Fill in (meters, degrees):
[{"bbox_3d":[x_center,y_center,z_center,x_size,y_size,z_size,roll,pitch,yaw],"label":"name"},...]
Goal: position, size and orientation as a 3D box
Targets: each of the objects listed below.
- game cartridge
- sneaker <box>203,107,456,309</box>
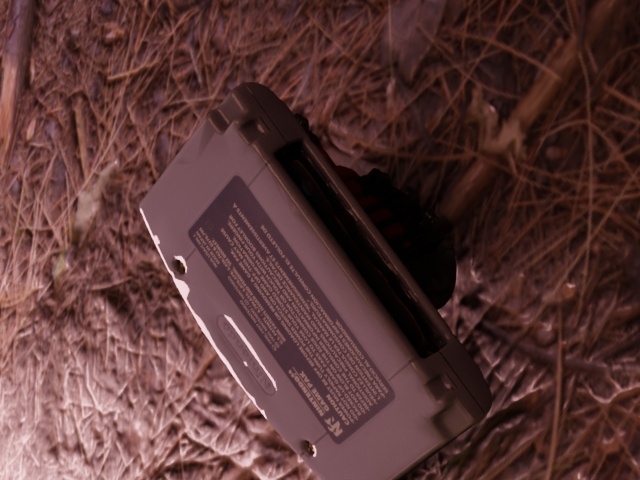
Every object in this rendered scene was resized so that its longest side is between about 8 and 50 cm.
[{"bbox_3d":[-0.014,0.049,1.339,0.297,0.062,0.198,54,145,8],"label":"game cartridge"},{"bbox_3d":[0.000,0.000,1.415,0.276,0.097,0.135,36,127,36],"label":"sneaker"}]
